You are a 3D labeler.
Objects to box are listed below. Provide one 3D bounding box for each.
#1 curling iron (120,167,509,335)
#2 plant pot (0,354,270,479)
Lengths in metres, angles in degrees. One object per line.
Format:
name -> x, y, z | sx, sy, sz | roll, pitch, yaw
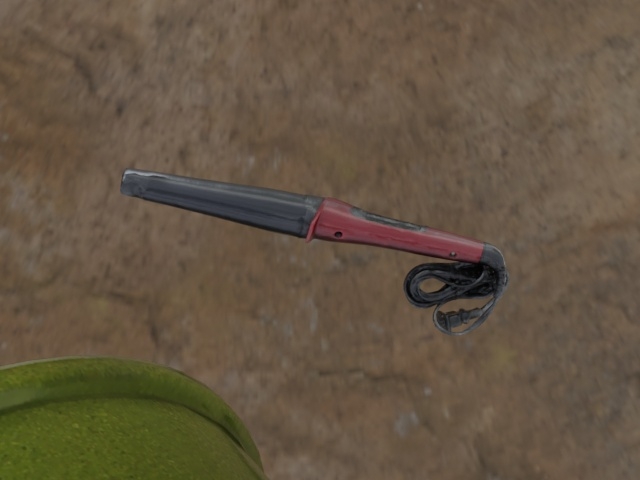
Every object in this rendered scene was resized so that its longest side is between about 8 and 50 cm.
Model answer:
curling iron -> 0.000, 0.000, 1.128 | 0.274, 0.035, 0.068 | 18, 94, -13
plant pot -> -0.045, 0.283, 0.490 | 0.353, 0.366, 0.366 | 40, 109, 29
